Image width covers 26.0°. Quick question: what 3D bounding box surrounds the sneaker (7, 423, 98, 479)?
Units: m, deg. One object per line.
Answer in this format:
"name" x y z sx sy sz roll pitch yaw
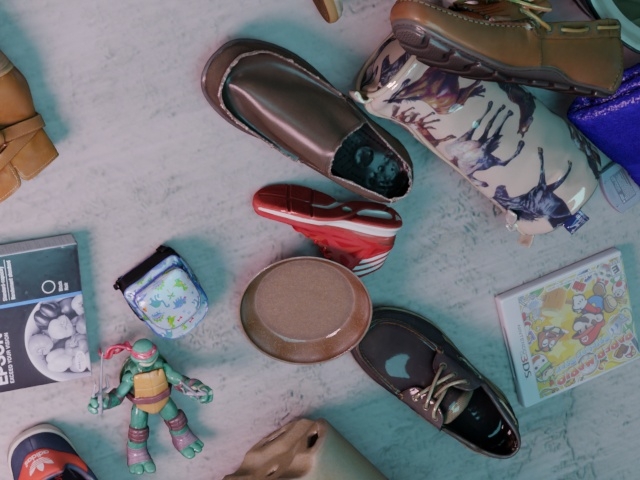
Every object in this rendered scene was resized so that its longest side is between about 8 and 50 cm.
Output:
"sneaker" -0.338 0.435 2.009 0.131 0.148 0.350 -34 116 -8

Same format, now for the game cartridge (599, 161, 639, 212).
"game cartridge" 0.480 -0.088 2.230 0.056 0.017 0.083 -37 116 -10

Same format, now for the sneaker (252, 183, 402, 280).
"sneaker" 0.000 0.000 2.036 0.221 0.087 0.128 13 122 -4

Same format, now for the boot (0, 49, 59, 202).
"boot" -0.501 -0.128 1.805 0.283 0.109 0.220 -36 120 -15

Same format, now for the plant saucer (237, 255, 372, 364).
"plant saucer" -0.023 0.097 2.055 0.199 0.036 0.198 -1 124 -2

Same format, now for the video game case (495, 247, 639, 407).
"video game case" 0.409 0.143 2.270 0.227 0.026 0.206 -22 113 -14

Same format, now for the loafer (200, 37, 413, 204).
"loafer" 0.002 -0.166 1.957 0.366 0.130 0.133 27 95 -26

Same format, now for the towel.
"towel" 0.543 -0.161 2.104 0.228 0.076 0.308 -28 137 30

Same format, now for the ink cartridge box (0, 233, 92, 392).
"ink cartridge box" -0.432 0.108 1.927 0.208 0.045 0.206 -10 110 -17

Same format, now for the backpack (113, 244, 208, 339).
"backpack" -0.217 0.083 1.979 0.105 0.084 0.114 -38 119 -4

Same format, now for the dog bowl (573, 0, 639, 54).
"dog bowl" 0.516 -0.475 2.046 0.408 0.150 0.408 -6 108 -19

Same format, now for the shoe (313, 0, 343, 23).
"shoe" 0.001 -0.407 1.910 0.058 0.076 0.219 -20 111 -9

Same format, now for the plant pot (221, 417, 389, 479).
"plant pot" 0.011 0.444 2.078 0.334 0.334 0.305 -38 104 -6

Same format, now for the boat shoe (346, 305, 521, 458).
"boat shoe" 0.193 0.223 2.154 0.355 0.130 0.132 35 92 -27

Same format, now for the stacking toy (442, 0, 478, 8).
"stacking toy" 0.205 -0.486 1.887 0.351 0.350 0.480 -25 133 -12

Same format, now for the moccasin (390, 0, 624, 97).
"moccasin" 0.260 -0.284 1.862 0.380 0.139 0.147 5 94 -27

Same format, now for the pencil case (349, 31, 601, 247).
"pencil case" 0.230 -0.162 2.030 0.410 0.160 0.183 35 79 -27

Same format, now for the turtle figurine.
"turtle figurine" -0.242 0.224 1.998 0.175 0.118 0.234 -8 126 -3
